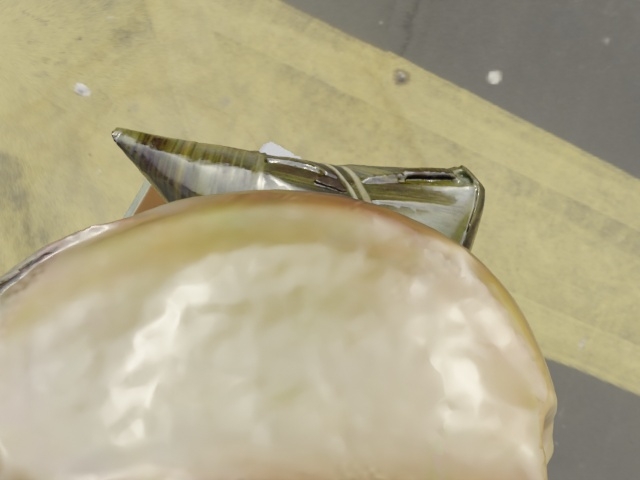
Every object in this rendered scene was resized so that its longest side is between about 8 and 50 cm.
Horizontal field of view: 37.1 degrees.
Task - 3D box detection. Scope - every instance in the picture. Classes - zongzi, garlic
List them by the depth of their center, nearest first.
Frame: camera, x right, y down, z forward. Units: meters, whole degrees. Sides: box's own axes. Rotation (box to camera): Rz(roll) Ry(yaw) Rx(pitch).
[{"bbox_3d":[-0.061,0.059,0.446,0.338,0.196,0.151,2,117,-10],"label":"garlic"},{"bbox_3d":[-0.024,0.064,0.600,0.241,0.111,0.247,7,86,-17],"label":"zongzi"}]

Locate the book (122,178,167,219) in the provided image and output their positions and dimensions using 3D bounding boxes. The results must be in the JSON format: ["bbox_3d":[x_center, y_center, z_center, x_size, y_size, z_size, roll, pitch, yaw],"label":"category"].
[{"bbox_3d":[-0.172,0.054,1.423,0.374,0.028,0.262,16,114,-47],"label":"book"}]

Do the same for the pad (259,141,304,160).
[{"bbox_3d":[0.000,0.000,1.030,0.232,0.004,0.156,30,126,-14],"label":"pad"}]
